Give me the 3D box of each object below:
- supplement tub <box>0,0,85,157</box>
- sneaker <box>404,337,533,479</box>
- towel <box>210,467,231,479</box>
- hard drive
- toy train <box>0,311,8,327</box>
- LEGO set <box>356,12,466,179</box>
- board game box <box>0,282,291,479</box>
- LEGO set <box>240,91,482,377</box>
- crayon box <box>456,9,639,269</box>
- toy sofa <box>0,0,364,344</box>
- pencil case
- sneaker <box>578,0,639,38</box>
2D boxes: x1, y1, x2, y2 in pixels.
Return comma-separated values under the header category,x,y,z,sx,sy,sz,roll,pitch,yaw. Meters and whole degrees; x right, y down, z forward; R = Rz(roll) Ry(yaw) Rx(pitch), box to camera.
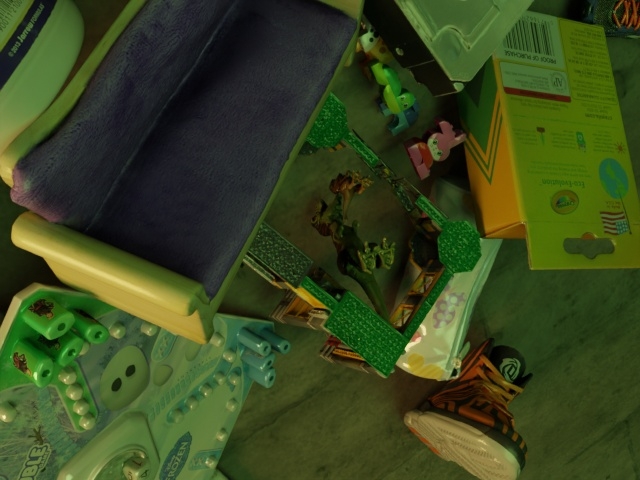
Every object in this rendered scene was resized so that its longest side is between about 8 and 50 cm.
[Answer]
category,x,y,z,sx,sy,sz,roll,pitch,yaw
supplement tub,-0.367,-0.179,0.482,0.331,0.241,0.241,39,90,-34
sneaker,0.223,0.214,0.950,0.124,0.321,0.180,45,79,-2
towel,-0.244,0.336,0.893,0.209,0.034,0.285,-43,126,-7
hard drive,0.094,-0.346,0.691,0.237,0.064,0.339,-50,116,-19
toy train,-0.364,0.151,0.672,0.333,0.142,0.190,8,99,-43
LEGO set,0.104,-0.199,0.808,0.093,0.087,0.227,-29,122,1
board game box,-0.214,0.255,0.735,0.390,0.050,0.390,21,94,-59
LEGO set,0.000,0.000,0.816,0.331,0.192,0.255,33,75,-20
crayon box,0.275,-0.114,0.846,0.202,0.081,0.319,1,76,-28
toy sofa,-0.089,-0.113,0.587,0.177,0.150,0.363,99,15,-64
pencil case,0.169,0.049,0.929,0.113,0.124,0.273,8,106,-26
sneaker,0.440,-0.309,0.938,0.221,0.087,0.083,-7,113,-25
